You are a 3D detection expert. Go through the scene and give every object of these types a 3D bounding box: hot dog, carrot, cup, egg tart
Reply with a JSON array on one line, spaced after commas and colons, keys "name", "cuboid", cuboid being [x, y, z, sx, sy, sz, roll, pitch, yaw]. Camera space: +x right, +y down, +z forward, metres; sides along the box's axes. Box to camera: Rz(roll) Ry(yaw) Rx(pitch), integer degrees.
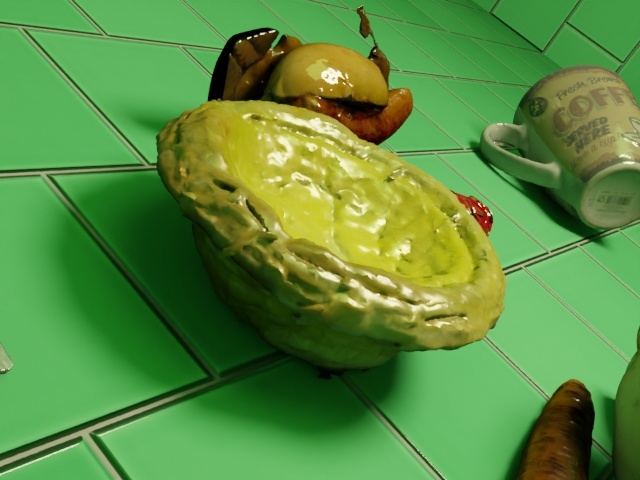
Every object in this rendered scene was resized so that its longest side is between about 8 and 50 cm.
[{"name": "hot dog", "cuboid": [0.023, -0.158, 0.940, 0.107, 0.194, 0.326, 40, 40, 26]}, {"name": "carrot", "cuboid": [0.214, 0.191, 0.712, 0.066, 0.066, 0.314, 38, 26, 9]}, {"name": "cup", "cuboid": [0.436, -0.151, 1.397, 0.301, 0.227, 0.257, -1, 37, -3]}, {"name": "egg tart", "cuboid": [0.000, 0.000, 0.716, 0.345, 0.132, 0.345, 27, 27, -15]}]

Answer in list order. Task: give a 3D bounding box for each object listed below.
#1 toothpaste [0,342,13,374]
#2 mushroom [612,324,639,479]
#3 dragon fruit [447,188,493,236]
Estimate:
[{"name": "toothpaste", "cuboid": [-0.245, 0.070, 0.455, 0.140, 0.021, 0.037, -1, 41, -51]}, {"name": "mushroom", "cuboid": [0.434, 0.154, 0.726, 0.353, 0.325, 0.353, 19, 29, -11]}, {"name": "dragon fruit", "cuboid": [0.112, -0.015, 0.941, 0.190, 0.094, 0.094, 4, 33, -9]}]
